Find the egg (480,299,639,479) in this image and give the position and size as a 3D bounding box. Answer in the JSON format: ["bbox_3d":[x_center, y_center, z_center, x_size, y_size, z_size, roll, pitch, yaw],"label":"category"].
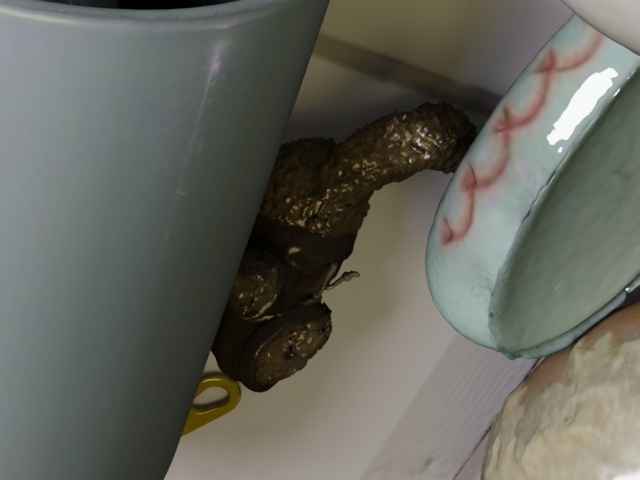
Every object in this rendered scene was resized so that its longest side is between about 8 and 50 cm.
[{"bbox_3d":[0.177,0.131,0.701,0.203,0.203,0.245,4,128,-10],"label":"egg"}]

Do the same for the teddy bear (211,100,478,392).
[{"bbox_3d":[-0.006,-0.007,0.640,0.078,0.119,0.160,38,104,8],"label":"teddy bear"}]

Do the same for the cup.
[{"bbox_3d":[-0.129,-0.017,0.547,0.205,0.205,0.312,9,129,-14],"label":"cup"}]

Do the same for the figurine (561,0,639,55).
[{"bbox_3d":[0.132,-0.244,0.401,0.274,0.226,0.394,-11,119,39],"label":"figurine"}]

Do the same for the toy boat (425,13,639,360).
[{"bbox_3d":[0.118,-0.040,0.632,0.134,0.079,0.208,1,129,-45],"label":"toy boat"}]

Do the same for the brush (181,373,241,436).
[{"bbox_3d":[-0.130,0.124,0.778,0.205,0.011,0.083,-29,125,15],"label":"brush"}]
